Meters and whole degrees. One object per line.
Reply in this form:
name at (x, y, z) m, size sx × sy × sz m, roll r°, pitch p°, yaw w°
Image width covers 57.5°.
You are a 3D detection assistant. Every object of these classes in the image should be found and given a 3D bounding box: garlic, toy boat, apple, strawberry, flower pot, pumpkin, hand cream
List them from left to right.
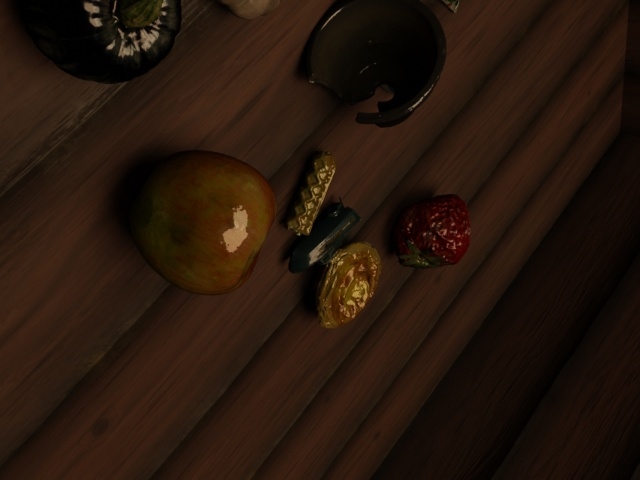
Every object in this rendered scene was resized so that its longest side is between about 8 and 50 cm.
pumpkin at (-0.373, -0.420, 1.049) m, size 0.296 × 0.296 × 0.296 m, roll -28°, pitch 132°, yaw -36°
apple at (-0.270, -0.045, 1.362) m, size 0.339 × 0.339 × 0.339 m, roll -28°, pitch 132°, yaw -36°
garlic at (-0.153, -0.606, 1.288) m, size 0.228 × 0.152 × 0.228 m, roll -26°, pitch 126°, yaw -43°
toy boat at (0.002, 0.001, 1.883) m, size 0.296 × 0.114 × 0.122 m, roll -47°, pitch 132°, yaw -19°
flower pot at (0.173, -0.472, 1.635) m, size 0.379 × 0.379 × 0.251 m, roll -60°, pitch 161°, yaw -2°
strawberry at (0.428, -0.052, 2.231) m, size 0.292 × 0.292 × 0.310 m, roll 24°, pitch 68°, yaw -53°
hand cream at (0.395, -0.815, 1.875) m, size 0.276 × 0.059 × 0.095 m, roll -3°, pitch 117°, yaw -53°

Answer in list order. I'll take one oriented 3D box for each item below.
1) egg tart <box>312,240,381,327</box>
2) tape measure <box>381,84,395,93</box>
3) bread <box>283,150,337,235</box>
egg tart at (0.076, 0.147, 2.048) m, size 0.341 × 0.132 × 0.341 m, roll -29°, pitch 134°, yaw -36°
tape measure at (0.241, -0.583, 1.811) m, size 0.351 × 0.098 × 0.215 m, roll 17°, pitch 99°, yaw -50°
bread at (-0.028, -0.146, 1.777) m, size 0.098 × 0.087 × 0.269 m, roll 12°, pitch 103°, yaw -51°
